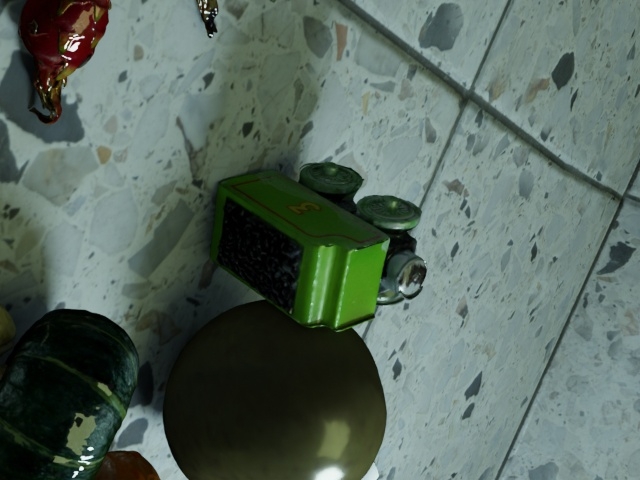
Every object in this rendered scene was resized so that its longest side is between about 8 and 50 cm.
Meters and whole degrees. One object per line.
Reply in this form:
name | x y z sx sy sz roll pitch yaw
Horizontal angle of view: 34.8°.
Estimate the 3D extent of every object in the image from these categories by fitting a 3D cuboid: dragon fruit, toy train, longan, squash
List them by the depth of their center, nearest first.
dragon fruit | -0.294 -0.212 1.128 0.094 0.094 0.190 -14 140 -53
squash | -0.324 0.202 1.232 0.252 0.165 0.252 -59 -169 19
toy train | 0.000 0.000 1.532 0.249 0.307 0.173 -16 126 -42
longan | -0.069 0.262 1.565 0.361 0.361 0.361 -37 140 -39

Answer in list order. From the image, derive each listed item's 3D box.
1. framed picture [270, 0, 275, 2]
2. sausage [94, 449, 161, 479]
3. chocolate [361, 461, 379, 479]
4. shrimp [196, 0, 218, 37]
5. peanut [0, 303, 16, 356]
framed picture | -0.032 -0.490 1.386 0.274 0.017 0.217 -56 148 -14
sausage | -0.330 0.427 1.474 0.268 0.153 0.141 -55 144 -17
chocolate | -0.022 0.437 2.017 0.224 0.206 0.177 -59 -165 10
shrimp | -0.127 -0.369 1.267 0.117 0.066 0.262 -32 141 -16
peanut | -0.448 0.133 1.101 0.290 0.130 0.130 -23 131 -57
